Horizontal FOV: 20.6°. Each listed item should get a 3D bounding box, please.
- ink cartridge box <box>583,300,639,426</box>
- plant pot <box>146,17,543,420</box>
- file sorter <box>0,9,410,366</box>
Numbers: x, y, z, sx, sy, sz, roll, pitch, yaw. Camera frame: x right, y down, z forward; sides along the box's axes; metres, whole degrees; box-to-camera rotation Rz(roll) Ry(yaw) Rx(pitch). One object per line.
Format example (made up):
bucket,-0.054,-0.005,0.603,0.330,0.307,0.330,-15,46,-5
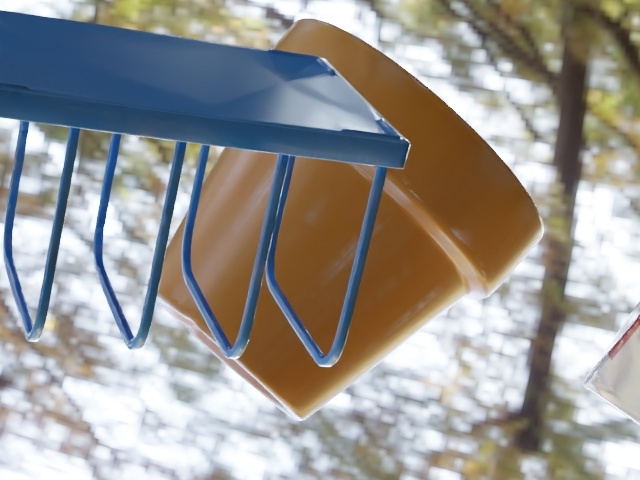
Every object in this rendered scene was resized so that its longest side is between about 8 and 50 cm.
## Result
ink cartridge box,0.198,0.022,0.867,0.135,0.056,0.099,-51,-9,-24
plant pot,0.000,0.000,1.087,0.188,0.205,0.205,-48,-36,-8
file sorter,-0.072,-0.020,0.692,0.170,0.118,0.104,6,-70,-19
